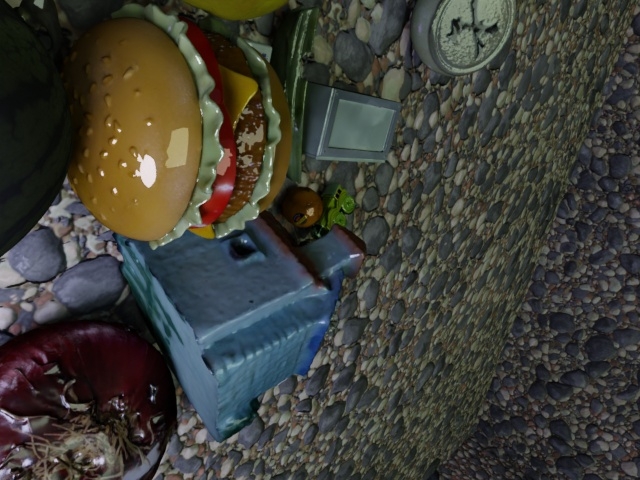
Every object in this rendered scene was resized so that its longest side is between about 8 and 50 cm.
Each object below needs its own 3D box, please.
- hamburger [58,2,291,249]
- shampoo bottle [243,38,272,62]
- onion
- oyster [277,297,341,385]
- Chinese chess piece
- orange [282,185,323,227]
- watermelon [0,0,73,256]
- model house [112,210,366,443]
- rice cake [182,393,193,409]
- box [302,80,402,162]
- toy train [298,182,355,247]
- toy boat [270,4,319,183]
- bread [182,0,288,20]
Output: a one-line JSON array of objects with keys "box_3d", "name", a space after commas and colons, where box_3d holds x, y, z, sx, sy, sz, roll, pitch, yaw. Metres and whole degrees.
[{"box_3d": [-0.187, -0.128, 0.542, 0.212, 0.274, 0.275, -15, 123, -50], "name": "hamburger"}, {"box_3d": [-0.116, -0.263, 0.726, 0.072, 0.043, 0.099, -10, 120, -46], "name": "shampoo bottle"}, {"box_3d": [-0.350, 0.261, 0.643, 0.313, 0.232, 0.314, 7, 81, -49], "name": "onion"}, {"box_3d": [-0.043, 0.218, 1.045, 0.087, 0.199, 0.252, 43, 95, -10], "name": "oyster"}, {"box_3d": [0.303, -0.471, 0.986, 0.237, 0.092, 0.238, -11, 131, -14], "name": "Chinese chess piece"}, {"box_3d": [-0.036, -0.066, 0.914, 0.083, 0.083, 0.084, -28, 132, -37], "name": "orange"}, {"box_3d": [-0.362, -0.085, 0.353, 0.359, 0.278, 0.279, -41, 139, -30], "name": "watermelon"}, {"box_3d": [-0.096, 0.072, 0.727, 0.329, 0.295, 0.252, -28, 148, -28], "name": "model house"}, {"box_3d": [-0.222, 0.246, 0.926, 0.047, 0.036, 0.207, 24, 93, -48], "name": "rice cake"}, {"box_3d": [0.055, -0.230, 0.914, 0.225, 0.086, 0.130, -9, 119, -48], "name": "box"}, {"box_3d": [0.000, 0.000, 0.959, 0.085, 0.053, 0.250, 38, 65, -33], "name": "toy train"}, {"box_3d": [-0.052, -0.239, 0.780, 0.055, 0.093, 0.293, -7, 119, -27], "name": "toy boat"}, {"box_3d": [-0.146, -0.366, 0.387, 0.376, 0.208, 0.251, 22, 118, -35], "name": "bread"}]
